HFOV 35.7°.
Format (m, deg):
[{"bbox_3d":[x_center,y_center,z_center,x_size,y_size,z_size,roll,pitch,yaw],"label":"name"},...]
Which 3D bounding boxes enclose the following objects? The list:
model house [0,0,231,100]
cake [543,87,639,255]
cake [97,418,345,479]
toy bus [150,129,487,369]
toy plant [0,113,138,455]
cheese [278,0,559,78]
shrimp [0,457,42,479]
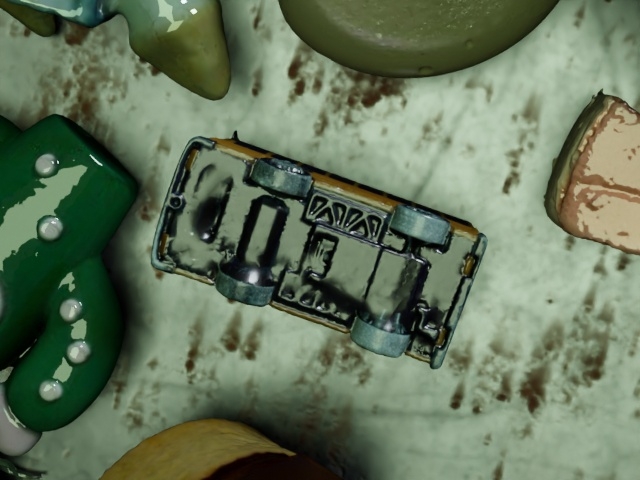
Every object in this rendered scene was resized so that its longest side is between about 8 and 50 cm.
[{"bbox_3d":[-0.146,-0.240,0.657,0.267,0.194,0.325,-28,104,8],"label":"model house"},{"bbox_3d":[0.244,0.003,0.632,0.225,0.109,0.090,37,100,5],"label":"cake"},{"bbox_3d":[-0.082,0.212,0.691,0.207,0.178,0.185,-28,114,-22],"label":"cake"},{"bbox_3d":[0.000,0.000,0.669,0.201,0.114,0.098,19,99,1],"label":"toy bus"},{"bbox_3d":[-0.244,0.019,0.712,0.232,0.112,0.243,19,93,5],"label":"toy plant"},{"bbox_3d":[0.072,-0.190,0.631,0.202,0.091,0.175,0,122,0],"label":"cheese"},{"bbox_3d":[-0.287,0.166,0.768,0.082,0.076,0.174,-39,83,-30],"label":"shrimp"}]
